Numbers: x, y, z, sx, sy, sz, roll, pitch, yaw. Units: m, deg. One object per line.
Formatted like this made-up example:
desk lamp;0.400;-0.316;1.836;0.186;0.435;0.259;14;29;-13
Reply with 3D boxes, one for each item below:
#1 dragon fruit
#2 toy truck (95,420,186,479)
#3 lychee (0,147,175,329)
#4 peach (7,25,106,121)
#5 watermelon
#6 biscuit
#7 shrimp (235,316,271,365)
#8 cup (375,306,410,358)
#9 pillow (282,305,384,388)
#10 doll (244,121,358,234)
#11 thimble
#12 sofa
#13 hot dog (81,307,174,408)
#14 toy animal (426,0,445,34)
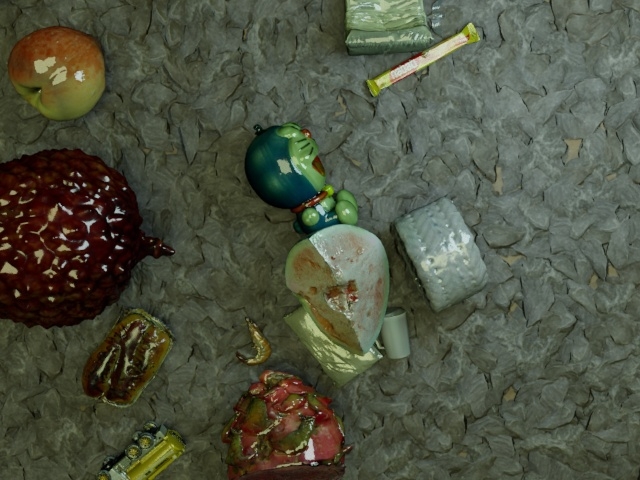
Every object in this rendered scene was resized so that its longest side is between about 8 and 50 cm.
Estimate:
dragon fruit;-0.075;0.444;1.855;0.314;0.296;0.263;-10;61;6
toy truck;-0.452;0.554;1.939;0.227;0.098;0.114;-41;99;4
lychee;-0.577;-0.009;1.733;0.500;0.424;0.425;5;96;-24
peach;-0.603;-0.401;1.817;0.232;0.232;0.233;0;95;2
watermelon;0.042;0.089;1.830;0.175;0.188;0.322;8;123;37
biscuit;0.243;-0.432;1.858;0.292;0.026;0.048;-28;100;5
shrimp;-0.177;0.253;1.937;0.091;0.025;0.127;-19;97;5
cup;0.169;0.227;1.908;0.104;0.074;0.116;-6;101;26
pillow;0.032;0.239;1.915;0.148;0.050;0.230;-38;87;2
doll;-0.056;-0.139;1.812;0.186;0.198;0.322;-33;101;12
thimble;0.280;0.030;1.812;0.157;0.217;0.245;-25;78;0
sofa;0.146;-0.541;1.774;0.210;0.176;0.225;-1;96;3
hot dog;-0.480;0.296;1.923;0.162;0.082;0.270;35;95;-3
toy animal;0.271;-0.532;1.845;0.050;0.028;0.084;1;95;-7
